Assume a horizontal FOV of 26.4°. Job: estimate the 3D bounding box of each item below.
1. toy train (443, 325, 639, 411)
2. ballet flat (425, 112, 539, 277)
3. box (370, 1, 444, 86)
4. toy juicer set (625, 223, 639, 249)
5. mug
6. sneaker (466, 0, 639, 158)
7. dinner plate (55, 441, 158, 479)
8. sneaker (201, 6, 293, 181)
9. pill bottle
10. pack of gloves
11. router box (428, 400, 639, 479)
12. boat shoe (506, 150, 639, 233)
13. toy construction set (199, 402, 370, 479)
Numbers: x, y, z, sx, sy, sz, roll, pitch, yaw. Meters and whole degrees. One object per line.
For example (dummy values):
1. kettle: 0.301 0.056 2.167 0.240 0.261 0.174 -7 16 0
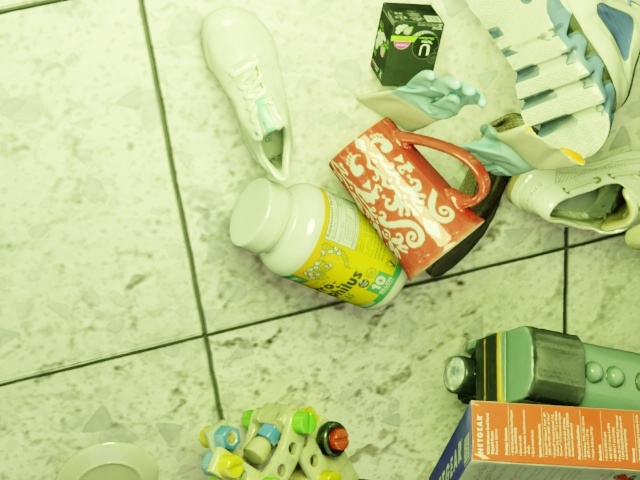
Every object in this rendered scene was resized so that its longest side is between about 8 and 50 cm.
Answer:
1. toy train: 0.336 0.200 1.843 0.334 0.142 0.190 14 159 -27
2. ballet flat: 0.191 -0.058 1.711 0.084 0.058 0.250 -21 145 -50
3. box: 0.098 -0.223 1.558 0.062 0.052 0.083 1 125 -17
4. toy juicer set: 0.493 -0.058 1.704 0.329 0.089 0.209 -9 170 -37
5. mug: 0.110 -0.064 1.600 0.150 0.113 0.169 -40 86 4
6. sneaker: 0.272 -0.264 1.544 0.127 0.182 0.315 -12 105 38
7. dinner plate: -0.289 0.331 1.854 0.141 0.017 0.141 -8 127 -11
8. sneaker: -0.069 -0.160 1.523 0.080 0.094 0.212 -22 128 0
9. pill bottle: 0.000 0.000 1.645 0.208 0.117 0.117 23 115 -31
10. pack of gloves: 0.170 -0.141 1.534 0.195 0.232 0.046 31 78 -16
11. router box: 0.319 0.319 1.845 0.301 0.082 0.335 4 153 -3
12. boat shoe: 0.367 -0.049 1.723 0.277 0.096 0.098 -5 127 -30
13. toy construction set: -0.040 0.351 1.831 0.215 0.151 0.328 -45 131 -39
